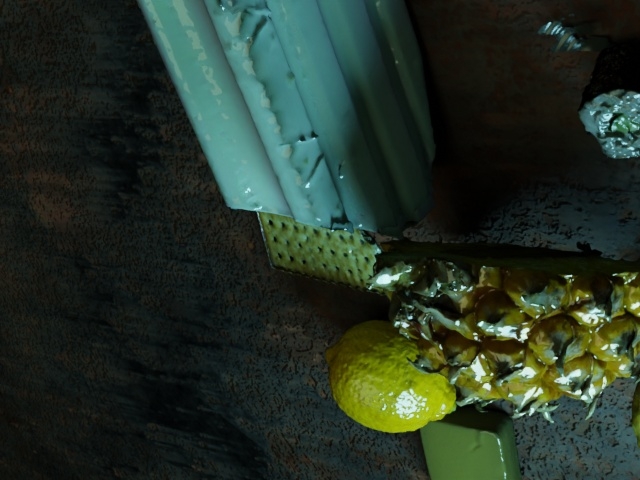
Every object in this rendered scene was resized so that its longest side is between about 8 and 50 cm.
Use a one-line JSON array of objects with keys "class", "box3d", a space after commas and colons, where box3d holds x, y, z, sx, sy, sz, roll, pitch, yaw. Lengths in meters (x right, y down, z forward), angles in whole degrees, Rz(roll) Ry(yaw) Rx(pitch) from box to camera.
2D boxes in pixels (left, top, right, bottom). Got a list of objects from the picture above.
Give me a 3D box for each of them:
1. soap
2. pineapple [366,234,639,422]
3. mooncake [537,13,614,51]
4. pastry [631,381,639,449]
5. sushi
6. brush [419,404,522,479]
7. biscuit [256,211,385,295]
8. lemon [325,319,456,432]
[{"class": "soap", "box3d": [-0.026, -0.195, 1.320, 0.156, 0.261, 0.446, 0, 124, 40]}, {"class": "pineapple", "box3d": [0.158, 0.109, 1.321, 0.344, 0.286, 0.209, 9, 100, 54]}, {"class": "mooncake", "box3d": [0.170, -0.319, 1.207, 0.150, 0.057, 0.347, 10, 133, 51]}, {"class": "pastry", "box3d": [0.454, 0.183, 1.326, 0.235, 0.132, 0.240, 17, 133, 31]}, {"class": "sushi", "box3d": [0.300, -0.134, 1.222, 0.098, 0.084, 0.094, -7, 134, 41]}, {"class": "brush", "box3d": [0.212, 0.310, 1.699, 0.123, 0.059, 0.197, 8, 128, 33]}, {"class": "biscuit", "box3d": [-0.001, 0.001, 1.653, 0.203, 0.016, 0.144, 10, 129, 36]}, {"class": "lemon", "box3d": [0.093, 0.182, 1.631, 0.187, 0.142, 0.142, 24, 138, 1]}]
